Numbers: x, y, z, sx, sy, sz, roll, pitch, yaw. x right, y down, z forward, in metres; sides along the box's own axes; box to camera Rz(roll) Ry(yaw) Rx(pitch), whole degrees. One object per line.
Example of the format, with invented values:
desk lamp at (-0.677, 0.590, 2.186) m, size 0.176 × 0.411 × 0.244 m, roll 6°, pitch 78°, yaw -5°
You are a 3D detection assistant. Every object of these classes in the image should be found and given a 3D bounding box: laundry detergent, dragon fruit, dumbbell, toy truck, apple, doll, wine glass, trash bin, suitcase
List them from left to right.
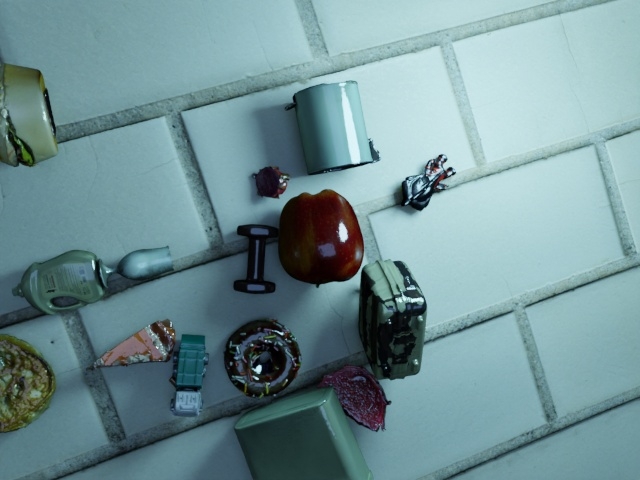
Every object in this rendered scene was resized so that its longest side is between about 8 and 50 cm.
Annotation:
laundry detergent at (-0.803, 0.132, 1.790) m, size 0.253 × 0.091 × 0.181 m, roll -13°, pitch 99°, yaw -12°
wine glass at (-0.575, 0.081, 1.836) m, size 0.222 × 0.103 × 0.103 m, roll -12°, pitch 93°, yaw -12°
toy truck at (-0.414, 0.424, 1.853) m, size 0.114 × 0.124 × 0.254 m, roll 6°, pitch 70°, yaw -11°
dumbbell at (-0.208, 0.060, 1.903) m, size 0.140 × 0.124 × 0.226 m, roll 5°, pitch 90°, yaw -12°
dragon fruit at (-0.155, -0.189, 1.934) m, size 0.068 × 0.126 × 0.112 m, roll -7°, pitch 86°, yaw -54°
apple at (0.000, 0.000, 1.869) m, size 0.288 × 0.288 × 0.317 m, roll -1°, pitch 75°, yaw -12°
trash bin at (0.038, -0.359, 1.902) m, size 0.277 × 0.217 × 0.263 m, roll -11°, pitch 93°, yaw -10°
dragon fruit at (0.126, 0.519, 1.988) m, size 0.274 × 0.126 × 0.161 m, roll 36°, pitch 75°, yaw 3°
suitcase at (0.228, 0.233, 1.902) m, size 0.193 × 0.339 × 0.352 m, roll -7°, pitch 124°, yaw -9°
doll at (0.367, -0.194, 2.052) m, size 0.127 × 0.088 × 0.249 m, roll 41°, pitch 72°, yaw 10°

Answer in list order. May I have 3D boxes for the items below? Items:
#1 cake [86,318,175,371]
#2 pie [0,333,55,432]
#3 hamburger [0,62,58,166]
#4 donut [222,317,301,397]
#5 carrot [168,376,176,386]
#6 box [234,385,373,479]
cake at (-0.586, 0.357, 1.837) m, size 0.287 × 0.098 × 0.135 m, roll -25°, pitch 96°, yaw -11°
pie at (-0.966, 0.429, 1.764) m, size 0.315 × 0.092 × 0.315 m, roll 1°, pitch 86°, yaw -14°
hamburger at (-0.859, -0.354, 1.672) m, size 0.170 × 0.302 × 0.302 m, roll -11°, pitch 93°, yaw -20°
donut at (-0.187, 0.390, 1.926) m, size 0.269 × 0.103 × 0.270 m, roll 0°, pitch 89°, yaw -12°
carrot at (-0.452, 0.478, 1.904) m, size 0.093 × 0.032 × 0.032 m, roll 41°, pitch 83°, yaw -5°
box at (-0.055, 0.685, 1.873) m, size 0.351 × 0.177 × 0.344 m, roll -20°, pitch 94°, yaw 14°
